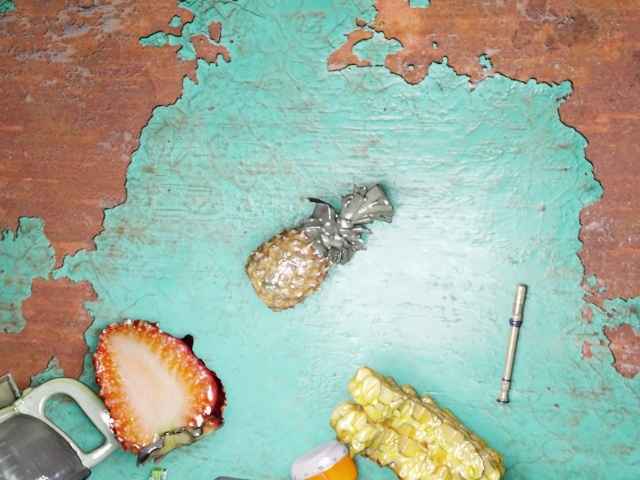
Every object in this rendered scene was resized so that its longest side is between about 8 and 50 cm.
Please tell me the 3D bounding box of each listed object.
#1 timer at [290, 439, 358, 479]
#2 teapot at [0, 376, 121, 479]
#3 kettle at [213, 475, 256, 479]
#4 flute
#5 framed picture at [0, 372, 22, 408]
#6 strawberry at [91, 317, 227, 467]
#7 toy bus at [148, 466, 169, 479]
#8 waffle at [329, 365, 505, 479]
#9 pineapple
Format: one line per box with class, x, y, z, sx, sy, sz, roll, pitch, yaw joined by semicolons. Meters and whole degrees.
timer;0.014;0.468;1.663;0.136;0.099;0.136;5;108;15
teapot;-0.590;0.430;1.708;0.322;0.239;0.239;-36;83;12
kettle;-0.031;0.586;1.570;0.377;0.250;0.361;10;134;14
flute;0.365;0.197;1.612;0.027;0.027;0.233;9;95;11
framed picture;-0.732;0.414;1.850;0.231;0.010;0.173;-27;88;11
strawberry;-0.326;0.295;1.721;0.233;0.137;0.306;-27;61;-7
toy bus;-0.340;0.518;1.767;0.037;0.031;0.083;5;94;2
waffle;0.171;0.367;1.541;0.324;0.261;0.151;36;92;5
pineapple;0.000;0.000;1.613;0.310;0.141;0.170;-36;122;7
